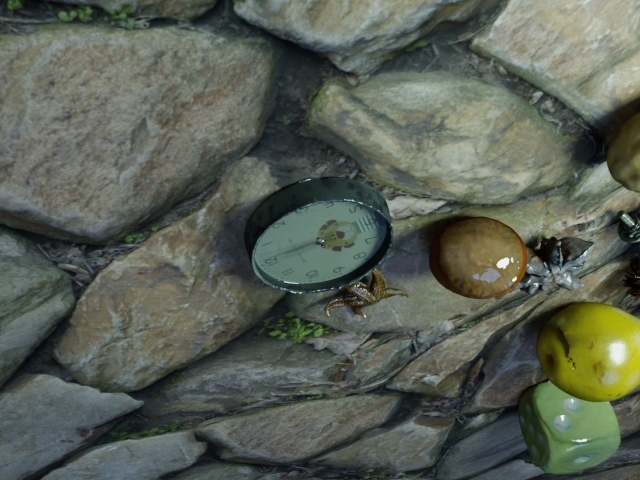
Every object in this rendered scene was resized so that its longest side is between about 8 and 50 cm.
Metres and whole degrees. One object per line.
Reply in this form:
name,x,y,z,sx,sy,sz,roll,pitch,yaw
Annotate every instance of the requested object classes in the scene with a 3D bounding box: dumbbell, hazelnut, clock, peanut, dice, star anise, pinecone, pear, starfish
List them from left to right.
clock,0.001,-0.001,1.368,0.312,0.061,0.313,-9,141,-7
starfish,0.118,0.126,1.565,0.238,0.057,0.213,5,145,-22
hazelnut,0.340,0.039,1.441,0.214,0.176,0.214,9,173,1
star anise,0.547,0.063,1.589,0.229,0.093,0.236,-37,135,26
dice,0.819,0.610,2.212,0.251,0.250,0.254,-11,141,-5
pear,0.759,0.290,1.810,0.336,0.285,0.285,-17,147,-32
dumbbell,0.767,-0.006,1.573,0.254,0.110,0.110,29,125,-33
pinecone,0.846,0.098,1.697,0.140,0.140,0.121,0,99,-17
peanut,0.736,-0.212,1.255,0.387,0.170,0.192,-28,145,16
